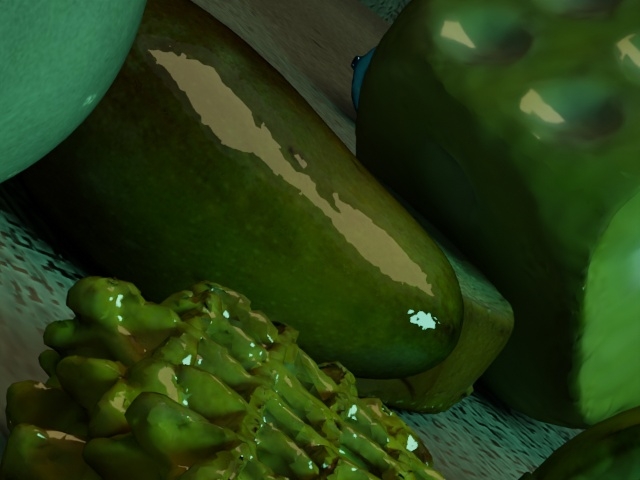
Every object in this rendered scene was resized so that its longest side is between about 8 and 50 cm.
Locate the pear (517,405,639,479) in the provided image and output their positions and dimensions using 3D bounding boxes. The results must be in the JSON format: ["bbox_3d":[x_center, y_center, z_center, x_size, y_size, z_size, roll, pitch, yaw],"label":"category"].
[{"bbox_3d":[0.214,0.180,0.620,0.292,0.159,0.292,40,8,-7],"label":"pear"}]

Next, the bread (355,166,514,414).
[{"bbox_3d":[0.000,0.000,0.859,0.236,0.070,0.236,37,10,-8],"label":"bread"}]

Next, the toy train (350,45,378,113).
[{"bbox_3d":[0.195,-0.189,1.690,0.265,0.300,0.188,30,10,7],"label":"toy train"}]

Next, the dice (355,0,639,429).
[{"bbox_3d":[0.173,-0.047,0.988,0.227,0.238,0.233,49,-25,36],"label":"dice"}]

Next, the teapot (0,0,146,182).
[{"bbox_3d":[-0.134,-0.057,0.404,0.183,0.183,0.251,35,22,-21],"label":"teapot"}]

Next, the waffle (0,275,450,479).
[{"bbox_3d":[-0.001,0.090,0.475,0.197,0.070,0.193,44,11,23],"label":"waffle"}]

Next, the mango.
[{"bbox_3d":[-0.055,-0.031,0.680,0.267,0.111,0.133,41,6,6],"label":"mango"}]
